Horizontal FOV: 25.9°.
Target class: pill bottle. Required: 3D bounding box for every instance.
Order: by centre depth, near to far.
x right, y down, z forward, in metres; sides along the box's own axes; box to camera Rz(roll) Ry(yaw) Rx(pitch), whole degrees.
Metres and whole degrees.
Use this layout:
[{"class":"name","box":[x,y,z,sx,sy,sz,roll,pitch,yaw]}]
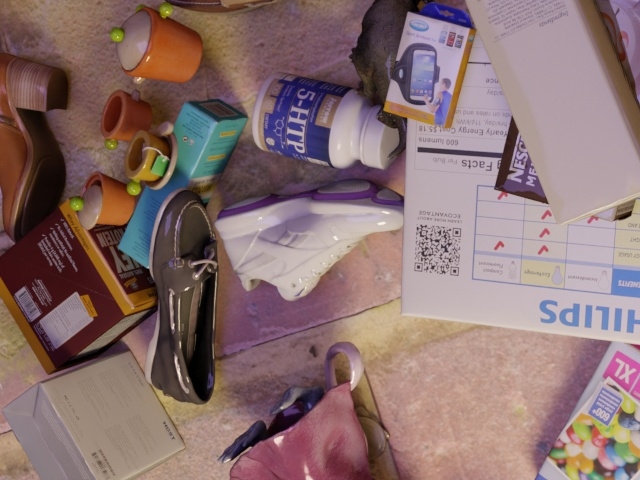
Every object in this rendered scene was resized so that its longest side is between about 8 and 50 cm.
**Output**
[{"class":"pill bottle","box":[0.012,-0.157,1.877,0.186,0.112,0.112,15,103,22]}]

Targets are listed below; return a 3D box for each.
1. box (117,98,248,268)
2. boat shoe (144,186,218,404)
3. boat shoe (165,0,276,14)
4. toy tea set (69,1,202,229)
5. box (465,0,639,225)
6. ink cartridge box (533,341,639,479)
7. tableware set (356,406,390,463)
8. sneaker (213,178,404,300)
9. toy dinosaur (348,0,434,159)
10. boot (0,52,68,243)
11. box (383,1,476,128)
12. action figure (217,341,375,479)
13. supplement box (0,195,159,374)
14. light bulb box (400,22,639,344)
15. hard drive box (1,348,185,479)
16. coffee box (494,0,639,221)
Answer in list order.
[{"class":"box","box":[-0.197,-0.082,1.991,0.060,0.100,0.244,33,110,17]},{"class":"boat shoe","box":[-0.181,0.085,1.982,0.095,0.112,0.335,25,123,28]},{"class":"boat shoe","box":[-0.088,-0.375,1.888,0.324,0.116,0.123,-6,95,26]},{"class":"toy tea set","box":[-0.278,-0.178,1.929,0.200,0.124,0.336,6,82,56]},{"class":"box","box":[0.250,-0.162,1.417,0.113,0.094,0.275,-22,87,24]},{"class":"ink cartridge box","box":[0.393,0.289,1.782,0.185,0.065,0.311,32,116,18]},{"class":"tableware set","box":[0.017,0.306,1.994,0.141,0.020,0.169,25,106,18]},{"class":"sneaker","box":[0.000,0.000,1.919,0.305,0.114,0.152,-8,101,34]},{"class":"toy dinosaur","box":[0.085,-0.248,1.769,0.121,0.314,0.160,14,147,9]},{"class":"boot","box":[-0.507,-0.145,2.120,0.220,0.109,0.284,9,99,22]},{"class":"box","box":[0.128,-0.206,1.615,0.081,0.028,0.136,19,106,22]},{"class":"action figure","box":[0.049,0.369,1.916,0.370,0.276,0.248,43,158,-1]},{"class":"supplement box","box":[-0.355,0.060,2.070,0.194,0.129,0.191,-36,82,25]},{"class":"light bulb box","box":[0.300,-0.081,1.690,0.357,0.225,0.361,6,100,24]},{"class":"hard drive box","box":[-0.326,0.276,2.031,0.089,0.232,0.181,-35,82,26]},{"class":"coffee box","box":[0.293,-0.158,1.505,0.141,0.098,0.247,18,102,22]}]
